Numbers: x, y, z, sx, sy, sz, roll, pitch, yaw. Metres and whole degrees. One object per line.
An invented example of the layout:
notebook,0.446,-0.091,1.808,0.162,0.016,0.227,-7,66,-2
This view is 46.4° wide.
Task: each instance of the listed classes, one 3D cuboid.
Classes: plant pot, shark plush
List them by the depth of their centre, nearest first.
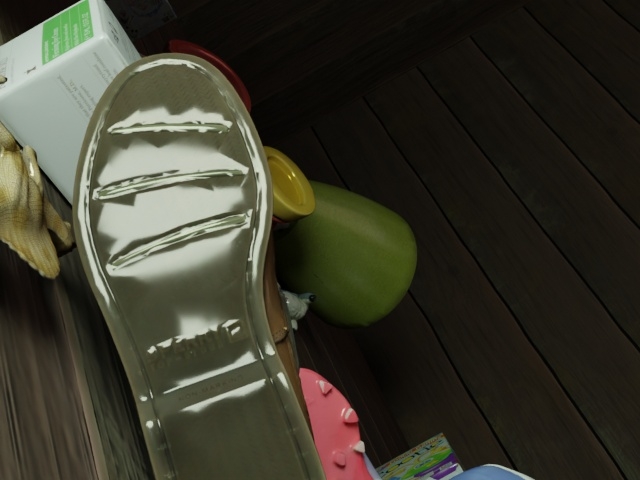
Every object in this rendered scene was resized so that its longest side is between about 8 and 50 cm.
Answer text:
shark plush,-0.051,0.097,1.257,0.067,0.073,0.161,31,8,-2
plant pot,0.000,0.000,1.454,0.293,0.275,0.275,34,21,-49

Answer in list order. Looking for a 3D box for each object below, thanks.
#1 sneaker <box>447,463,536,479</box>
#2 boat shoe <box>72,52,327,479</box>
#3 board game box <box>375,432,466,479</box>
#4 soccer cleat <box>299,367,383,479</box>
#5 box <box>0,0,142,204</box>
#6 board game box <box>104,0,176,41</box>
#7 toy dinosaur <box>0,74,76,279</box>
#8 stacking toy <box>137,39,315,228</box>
sneaker,0.036,0.247,0.290,0.182,0.127,0.315,18,55,-39
boat shoe,-0.073,0.043,0.437,0.104,0.110,0.307,102,-21,-69
board game box,0.154,0.380,1.040,0.142,0.144,0.275,61,1,9
soccer cleat,0.019,0.240,0.776,0.248,0.083,0.095,56,-27,-9
box,-0.160,-0.096,0.518,0.102,0.087,0.101,59,2,-38
board game box,-0.297,-0.384,1.219,0.090,0.090,0.020,60,3,-37
toy dinosaur,-0.145,-0.021,0.329,0.092,0.053,0.183,62,1,-3
stacking toy,-0.179,-0.125,1.050,0.309,0.130,0.279,58,27,12
